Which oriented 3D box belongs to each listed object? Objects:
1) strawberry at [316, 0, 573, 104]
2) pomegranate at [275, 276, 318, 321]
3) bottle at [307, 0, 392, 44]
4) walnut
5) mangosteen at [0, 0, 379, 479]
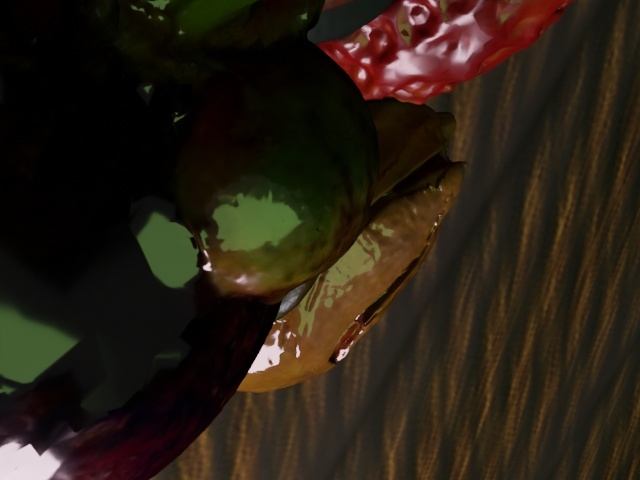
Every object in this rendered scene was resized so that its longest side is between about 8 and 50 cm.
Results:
[{"bbox_3d":[0.123,-0.210,0.883,0.265,0.149,0.336,5,122,-52],"label":"strawberry"},{"bbox_3d":[-0.048,-0.043,0.853,0.131,0.191,0.152,24,115,-17],"label":"pomegranate"},{"bbox_3d":[-0.027,-0.257,0.677,0.144,0.144,0.336,-29,141,-26],"label":"bottle"},{"bbox_3d":[0.000,0.000,0.988,0.245,0.137,0.137,-51,148,-11],"label":"walnut"},{"bbox_3d":[-0.127,-0.037,0.609,0.359,0.306,0.306,-17,168,40],"label":"mangosteen"}]
